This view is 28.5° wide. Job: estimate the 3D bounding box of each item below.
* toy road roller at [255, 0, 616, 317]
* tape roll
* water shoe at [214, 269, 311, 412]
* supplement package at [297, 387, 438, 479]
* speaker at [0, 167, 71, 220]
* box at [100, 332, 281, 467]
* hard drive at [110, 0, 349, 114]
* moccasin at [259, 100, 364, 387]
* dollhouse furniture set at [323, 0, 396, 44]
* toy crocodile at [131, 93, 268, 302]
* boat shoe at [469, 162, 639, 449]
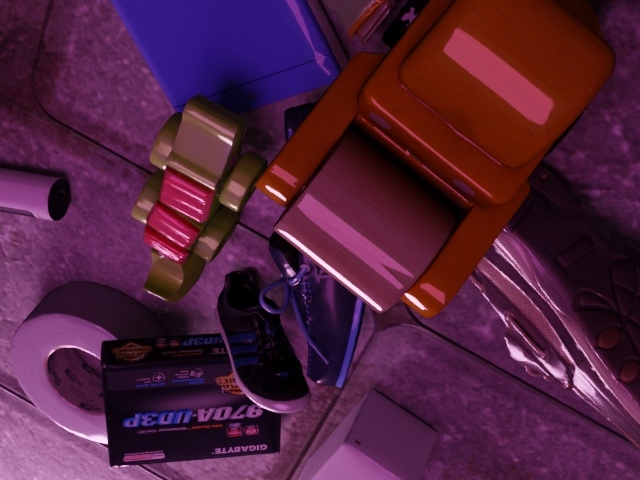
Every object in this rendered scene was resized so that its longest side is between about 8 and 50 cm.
[{"bbox_3d":[0.114,-0.107,1.105,0.202,0.329,0.240,38,169,-4],"label":"toy road roller"},{"bbox_3d":[-0.296,0.164,1.662,0.219,0.072,0.219,12,129,16],"label":"tape roll"},{"bbox_3d":[-0.073,0.114,1.458,0.203,0.073,0.080,52,146,42],"label":"water shoe"},{"bbox_3d":[0.048,0.291,1.573,0.105,0.105,0.179,34,132,-1],"label":"supplement package"},{"bbox_3d":[-0.377,-0.060,1.547,0.136,0.055,0.055,10,127,18],"label":"speaker"},{"bbox_3d":[-0.160,0.198,1.575,0.220,0.051,0.175,-3,126,-8],"label":"box"},{"bbox_3d":[-0.130,-0.279,1.283,0.210,0.040,0.319,-14,117,32],"label":"hard drive"},{"bbox_3d":[0.000,0.000,1.378,0.116,0.138,0.342,6,114,3],"label":"moccasin"},{"bbox_3d":[0.045,-0.255,1.195,0.076,0.058,0.152,50,128,11],"label":"dollhouse furniture set"},{"bbox_3d":[-0.145,-0.043,1.391,0.115,0.105,0.340,31,149,0],"label":"toy crocodile"},{"bbox_3d":[0.257,0.076,1.272,0.355,0.132,0.130,56,146,17],"label":"boat shoe"}]
